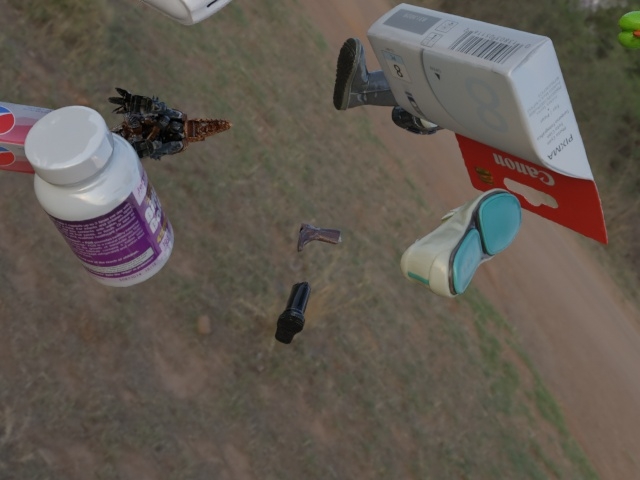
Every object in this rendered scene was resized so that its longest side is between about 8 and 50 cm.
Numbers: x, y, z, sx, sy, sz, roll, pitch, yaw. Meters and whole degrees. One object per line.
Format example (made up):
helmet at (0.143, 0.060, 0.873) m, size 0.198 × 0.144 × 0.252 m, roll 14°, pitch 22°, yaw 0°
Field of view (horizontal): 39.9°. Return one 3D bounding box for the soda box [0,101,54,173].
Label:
soda box at (-0.582, -0.180, 1.463) m, size 0.263 × 0.092 × 0.083 m, roll 6°, pitch 61°, yaw -18°

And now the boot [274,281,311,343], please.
boot at (-0.041, 0.115, 1.515) m, size 0.045 × 0.121 × 0.099 m, roll 23°, pitch 59°, yaw -2°

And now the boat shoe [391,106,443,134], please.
boat shoe at (0.269, -0.333, 2.281) m, size 0.340 × 0.113 × 0.127 m, roll -38°, pitch 115°, yaw -63°

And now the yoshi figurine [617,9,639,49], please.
yoshi figurine at (0.865, -0.492, 1.995) m, size 0.203 × 0.362 × 0.203 m, roll 35°, pitch 62°, yaw -67°

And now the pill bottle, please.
pill bottle at (-0.352, -0.069, 1.408) m, size 0.301 × 0.169 × 0.169 m, roll 76°, pitch -9°, yaw -55°

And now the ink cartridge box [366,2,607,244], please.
ink cartridge box at (0.252, -0.154, 1.325) m, size 0.308 × 0.091 × 0.385 m, roll 32°, pitch -23°, yaw 49°

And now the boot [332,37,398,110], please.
boot at (0.138, -0.374, 1.979) m, size 0.208 × 0.189 × 0.076 m, roll -7°, pitch 47°, yaw -22°

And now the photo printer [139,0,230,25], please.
photo printer at (-0.263, -0.540, 1.628) m, size 0.307 × 0.256 × 0.107 m, roll 32°, pitch -22°, yaw 19°

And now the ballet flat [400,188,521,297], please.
ballet flat at (0.168, -0.004, 1.062) m, size 0.086 × 0.086 × 0.248 m, roll 53°, pitch 36°, yaw 3°

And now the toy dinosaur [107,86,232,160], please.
toy dinosaur at (-0.349, -0.247, 1.915) m, size 0.218 × 0.322 × 0.164 m, roll -5°, pitch 71°, yaw -65°

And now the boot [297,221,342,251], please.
boot at (0.000, 0.000, 2.282) m, size 0.114 × 0.037 × 0.106 m, roll 14°, pitch 48°, yaw -4°
